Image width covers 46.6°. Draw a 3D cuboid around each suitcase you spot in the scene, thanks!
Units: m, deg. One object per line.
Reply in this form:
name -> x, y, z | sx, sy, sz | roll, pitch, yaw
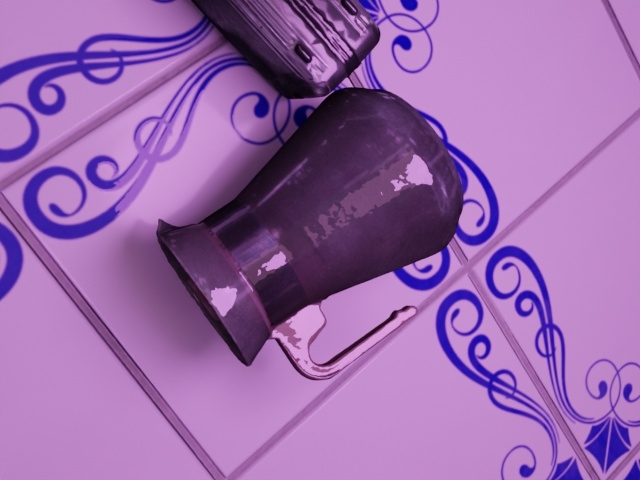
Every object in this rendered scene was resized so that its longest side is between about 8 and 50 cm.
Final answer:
suitcase -> -0.079, -0.317, 0.932 | 0.128, 0.202, 0.312 | -47, 110, -5

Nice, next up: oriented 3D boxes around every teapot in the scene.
teapot -> 0.000, 0.000, 0.955 | 0.344, 0.253, 0.300 | -35, 92, -12
